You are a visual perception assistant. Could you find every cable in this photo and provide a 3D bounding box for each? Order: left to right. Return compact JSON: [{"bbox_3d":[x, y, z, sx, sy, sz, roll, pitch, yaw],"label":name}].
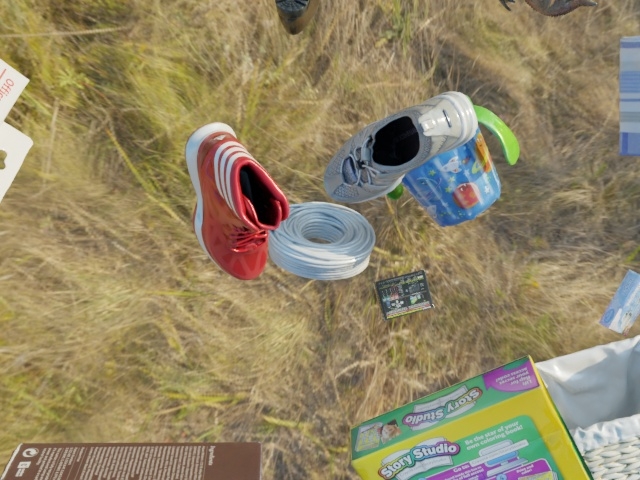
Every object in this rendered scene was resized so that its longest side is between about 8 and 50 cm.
[{"bbox_3d":[0.000,0.000,1.753,0.257,0.257,0.089,-13,130,-29],"label":"cable"}]

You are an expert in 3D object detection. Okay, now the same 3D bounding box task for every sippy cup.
[{"bbox_3d":[0.273,-0.161,1.597,0.240,0.305,0.224,-36,108,-5],"label":"sippy cup"}]

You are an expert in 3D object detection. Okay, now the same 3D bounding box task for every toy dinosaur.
[{"bbox_3d":[0.483,-0.572,1.635,0.200,0.127,0.296,-48,70,24],"label":"toy dinosaur"}]

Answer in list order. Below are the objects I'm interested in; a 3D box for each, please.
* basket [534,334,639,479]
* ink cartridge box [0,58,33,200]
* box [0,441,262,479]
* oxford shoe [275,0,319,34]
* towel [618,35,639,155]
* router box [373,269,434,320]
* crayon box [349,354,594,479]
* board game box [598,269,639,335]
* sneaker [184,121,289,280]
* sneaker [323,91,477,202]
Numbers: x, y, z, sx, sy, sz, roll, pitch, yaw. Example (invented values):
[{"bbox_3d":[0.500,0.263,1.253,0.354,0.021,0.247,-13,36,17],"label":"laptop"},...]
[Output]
[{"bbox_3d":[0.637,0.405,1.553,0.331,0.328,0.266,-14,104,2],"label":"basket"},{"bbox_3d":[-0.600,-0.231,1.134,0.119,0.207,0.353,-33,125,30],"label":"ink cartridge box"},{"bbox_3d":[-0.279,0.425,1.123,0.381,0.143,0.191,0,110,-5],"label":"box"},{"bbox_3d":[-0.031,-0.487,1.405,0.082,0.096,0.227,18,63,12],"label":"oxford shoe"},{"bbox_3d":[0.772,-0.327,1.659,0.034,0.209,0.285,-16,109,-37],"label":"towel"},{"bbox_3d":[0.190,0.125,1.677,0.122,0.038,0.092,-14,86,-5],"label":"router box"},{"bbox_3d":[0.284,0.417,1.346,0.363,0.106,0.313,-26,112,14],"label":"crayon box"},{"bbox_3d":[0.458,0.095,1.093,0.020,0.090,0.090,33,98,40],"label":"board game box"},{"bbox_3d":[-0.088,-0.013,0.831,0.087,0.128,0.221,-29,134,-15],"label":"sneaker"},{"bbox_3d":[0.082,-0.129,1.042,0.281,0.115,0.105,-32,80,47],"label":"sneaker"}]
